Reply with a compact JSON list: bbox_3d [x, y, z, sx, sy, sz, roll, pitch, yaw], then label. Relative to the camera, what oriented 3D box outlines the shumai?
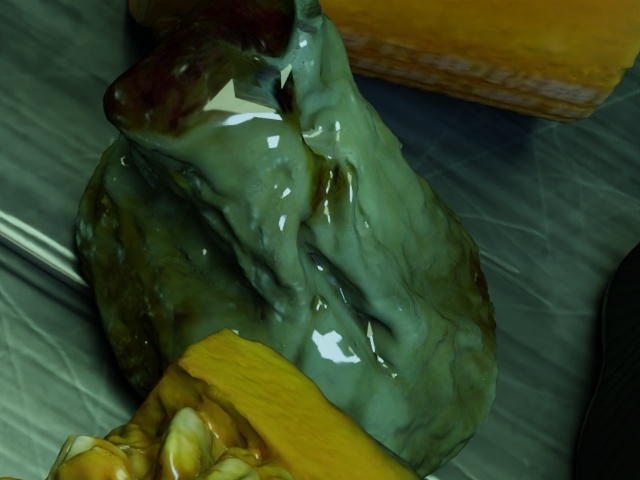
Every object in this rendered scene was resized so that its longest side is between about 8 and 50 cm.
[{"bbox_3d":[0.000,0.000,0.918,0.272,0.203,0.222,30,57,-8],"label":"shumai"}]

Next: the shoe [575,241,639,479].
[{"bbox_3d":[0.222,0.093,1.016,0.112,0.099,0.227,24,56,-16],"label":"shoe"}]

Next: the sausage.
[{"bbox_3d":[0.052,-0.207,1.031,0.287,0.233,0.233,12,59,-16],"label":"sausage"}]

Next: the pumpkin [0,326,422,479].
[{"bbox_3d":[-0.073,0.201,0.750,0.225,0.256,0.303,46,34,12],"label":"pumpkin"}]
